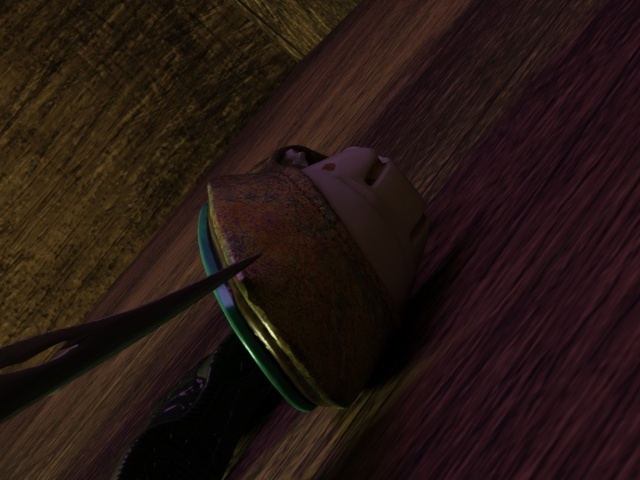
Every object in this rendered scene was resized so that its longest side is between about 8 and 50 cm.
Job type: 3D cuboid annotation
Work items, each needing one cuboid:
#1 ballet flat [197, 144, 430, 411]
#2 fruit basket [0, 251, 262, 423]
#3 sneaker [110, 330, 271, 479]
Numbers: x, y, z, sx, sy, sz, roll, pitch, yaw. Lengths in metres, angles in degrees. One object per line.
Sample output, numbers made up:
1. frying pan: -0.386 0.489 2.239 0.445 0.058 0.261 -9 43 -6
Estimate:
1. ballet flat: 0.000 0.000 0.958 0.123 0.123 0.348 -49 7 1
2. fruit basket: -0.222 0.104 0.707 0.353 0.165 0.327 -38 -6 22
3. sneaker: -0.073 0.109 1.049 0.170 0.051 0.089 -53 3 -37
